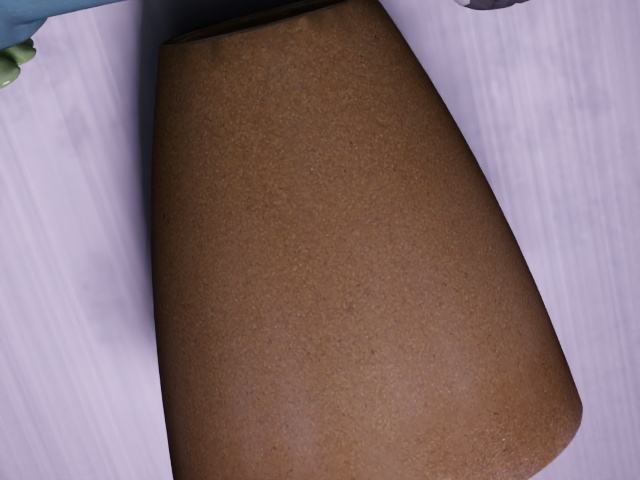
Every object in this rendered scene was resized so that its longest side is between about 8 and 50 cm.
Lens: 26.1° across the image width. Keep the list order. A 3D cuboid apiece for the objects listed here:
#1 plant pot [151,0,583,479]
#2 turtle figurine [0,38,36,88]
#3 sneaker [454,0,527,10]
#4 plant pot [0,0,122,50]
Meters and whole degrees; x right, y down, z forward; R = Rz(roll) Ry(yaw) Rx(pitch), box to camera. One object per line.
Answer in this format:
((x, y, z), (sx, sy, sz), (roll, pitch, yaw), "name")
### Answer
((0.000, 0.000, 0.763), (0.237, 0.237, 0.254), (-16, 103, -3), "plant pot")
((-0.218, -0.167, 0.633), (0.274, 0.198, 0.266), (-25, 122, 5), "turtle figurine")
((0.167, -0.289, 0.698), (0.147, 0.145, 0.385), (36, 95, -15), "sneaker")
((0.014, -0.258, 0.515), (0.334, 0.341, 0.341), (-5, 117, 6), "plant pot")
